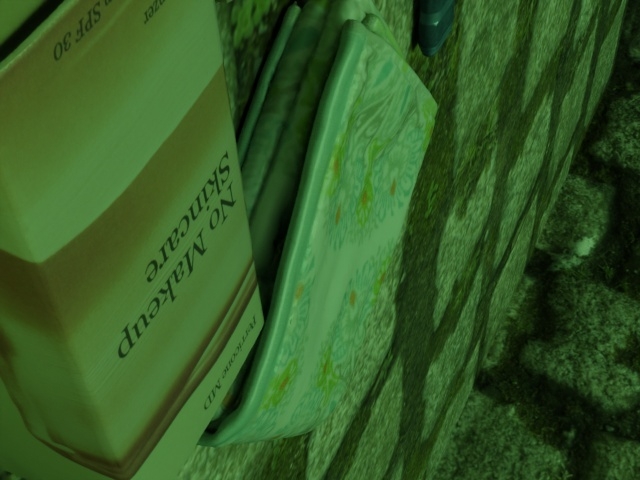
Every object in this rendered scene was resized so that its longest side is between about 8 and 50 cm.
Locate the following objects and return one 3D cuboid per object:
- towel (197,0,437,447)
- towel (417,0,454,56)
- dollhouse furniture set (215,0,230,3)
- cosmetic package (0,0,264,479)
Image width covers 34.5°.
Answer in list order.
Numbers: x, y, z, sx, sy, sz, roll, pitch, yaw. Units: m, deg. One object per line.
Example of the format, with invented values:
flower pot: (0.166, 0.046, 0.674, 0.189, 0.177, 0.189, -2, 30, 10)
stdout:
towel: (0.000, 0.000, 0.923, 0.320, 0.090, 0.374, 30, 79, -71)
towel: (0.127, -0.267, 1.136, 0.119, 0.029, 0.067, 89, 26, -47)
dollhouse furniture set: (0.008, -0.200, 0.639, 0.182, 0.161, 0.101, -44, 147, -54)
cosmetic package: (-0.124, -0.014, 0.480, 0.296, 0.129, 0.153, 85, 28, -51)
